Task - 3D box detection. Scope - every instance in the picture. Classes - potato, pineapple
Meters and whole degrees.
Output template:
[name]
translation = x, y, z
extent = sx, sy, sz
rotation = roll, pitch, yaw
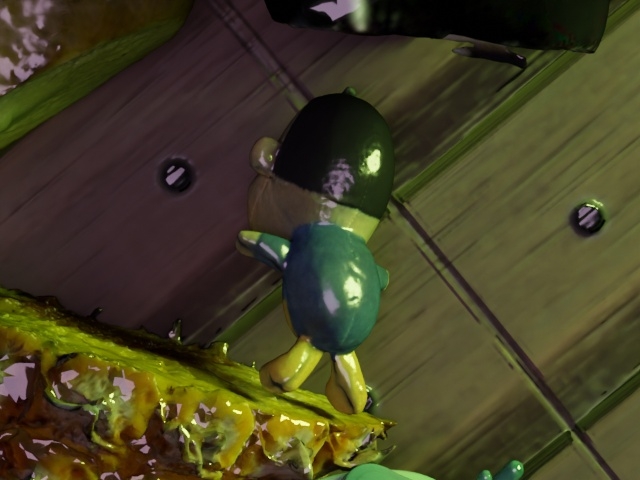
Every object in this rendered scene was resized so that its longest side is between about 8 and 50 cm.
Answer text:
[potato]
translation = -0.158, -0.150, 0.962
extent = 0.176, 0.141, 0.298
rotation = 37, 104, 15
[pineapple]
translation = -0.143, 0.114, 0.968
extent = 0.334, 0.161, 0.158
rotation = 24, 98, 1

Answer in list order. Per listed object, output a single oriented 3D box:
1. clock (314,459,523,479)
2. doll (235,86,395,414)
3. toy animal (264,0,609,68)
[clock]
translation = 0.023, 0.186, 0.960
extent = 0.211, 0.159, 0.066
rotation = -26, 48, 3
[doll]
translation = 0.000, 0.000, 0.975
extent = 0.102, 0.089, 0.179
rotation = 19, 75, -34
[toy animal]
translation = 0.070, -0.222, 0.906
extent = 0.213, 0.212, 0.266
rotation = 10, 92, 5
